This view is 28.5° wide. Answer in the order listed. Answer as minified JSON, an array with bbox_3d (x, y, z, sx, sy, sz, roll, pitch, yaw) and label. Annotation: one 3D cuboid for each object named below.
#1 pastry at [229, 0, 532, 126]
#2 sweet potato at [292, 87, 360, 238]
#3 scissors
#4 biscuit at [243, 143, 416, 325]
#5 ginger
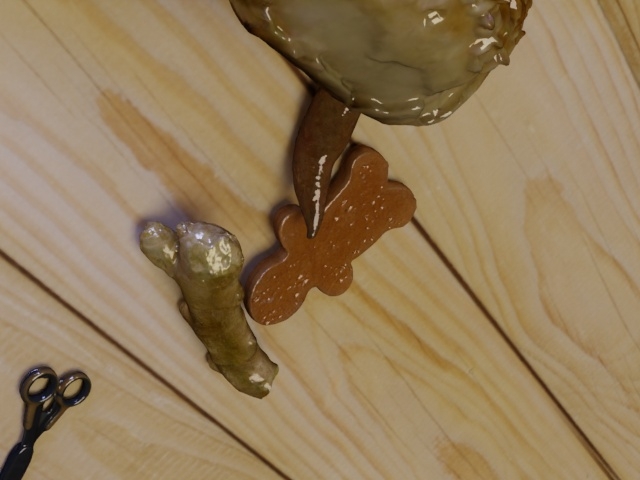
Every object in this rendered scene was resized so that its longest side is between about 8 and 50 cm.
[{"bbox_3d":[0.042,-0.300,1.084,0.245,0.409,0.409,-25,138,18],"label":"pastry"},{"bbox_3d":[0.016,-0.141,1.411,0.059,0.067,0.281,-25,138,-59],"label":"sweet potato"},{"bbox_3d":[-0.339,0.239,1.448,0.088,0.017,0.220,13,111,-45],"label":"scissors"},{"bbox_3d":[0.000,0.000,1.519,0.250,0.036,0.165,-46,135,-5],"label":"biscuit"},{"bbox_3d":[-0.112,0.086,1.449,0.065,0.118,0.298,-62,146,-36],"label":"ginger"}]
